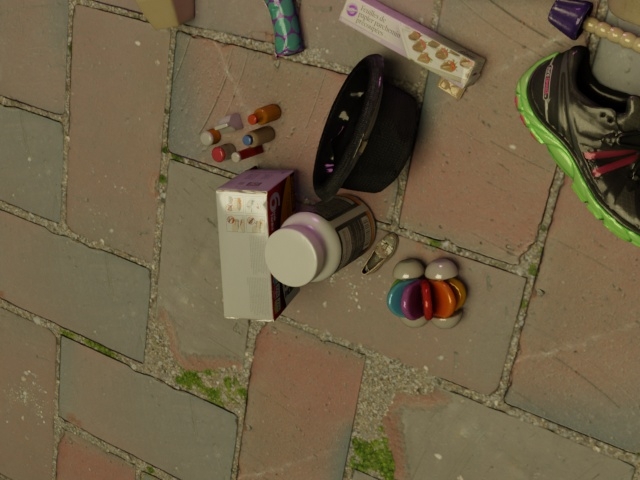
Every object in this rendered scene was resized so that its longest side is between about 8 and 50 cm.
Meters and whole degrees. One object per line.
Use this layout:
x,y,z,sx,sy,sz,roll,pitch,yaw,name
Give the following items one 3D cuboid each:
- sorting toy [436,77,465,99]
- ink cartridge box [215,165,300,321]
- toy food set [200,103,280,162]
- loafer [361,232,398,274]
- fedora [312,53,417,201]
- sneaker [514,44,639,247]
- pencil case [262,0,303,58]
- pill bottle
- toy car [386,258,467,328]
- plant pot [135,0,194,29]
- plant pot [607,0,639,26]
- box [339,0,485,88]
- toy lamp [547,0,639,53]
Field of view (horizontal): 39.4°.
0.289,-0.348,1.893,0.062,0.012,0.083,37,122,16,sorting toy
-0.132,-0.004,2.112,0.130,0.272,0.309,3,109,15,ink cartridge box
-0.205,-0.246,2.150,0.232,0.104,0.111,-11,101,32,toy food set
0.138,0.036,2.091,0.045,0.039,0.125,42,122,12,loafer
0.108,-0.225,1.931,0.153,0.334,0.334,19,121,-17,fedora
0.574,-0.167,1.693,0.483,0.185,0.202,50,127,5,sneaker
-0.085,-0.493,2.024,0.070,0.064,0.151,-9,102,15,pencil case
0.000,0.000,2.015,0.162,0.278,0.162,9,110,27,pill bottle
0.230,0.130,2.013,0.182,0.136,0.159,-1,107,30,toy car
-0.363,-0.563,2.139,0.109,0.109,0.096,-3,117,30,plant pot
0.620,-0.524,1.493,0.334,0.334,0.305,18,126,23,plant pot
0.191,-0.423,1.882,0.324,0.067,0.063,33,119,19,box
0.563,-0.384,1.689,0.275,0.080,0.080,30,119,16,toy lamp
